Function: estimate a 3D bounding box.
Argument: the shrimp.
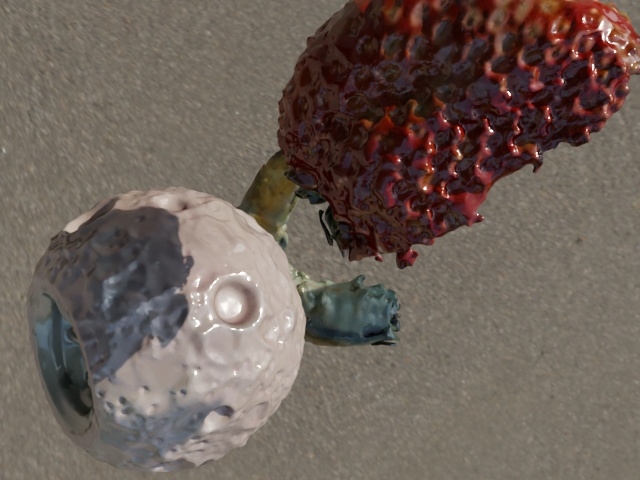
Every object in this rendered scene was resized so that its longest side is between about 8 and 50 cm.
[{"bbox_3d":[-0.024,0.021,1.049,0.185,0.068,0.287,-17,117,8],"label":"shrimp"}]

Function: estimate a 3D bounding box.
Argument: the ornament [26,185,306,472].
[{"bbox_3d":[-0.133,0.078,0.815,0.225,0.259,0.259,-17,114,-33],"label":"ornament"}]

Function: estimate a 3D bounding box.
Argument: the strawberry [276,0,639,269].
[{"bbox_3d":[0.047,-0.090,0.526,0.106,0.175,0.236,26,126,-32],"label":"strawberry"}]
